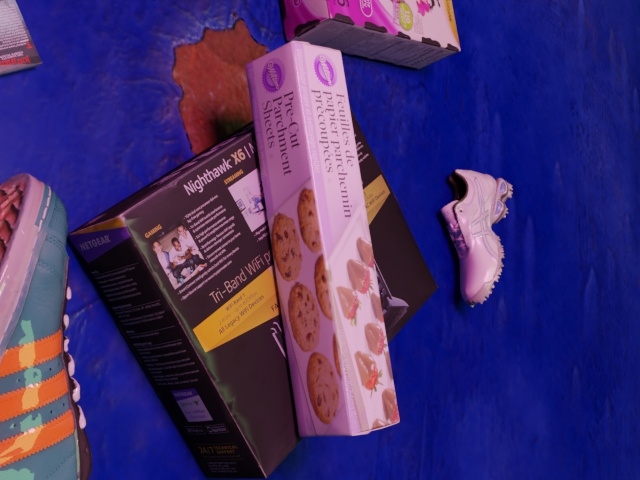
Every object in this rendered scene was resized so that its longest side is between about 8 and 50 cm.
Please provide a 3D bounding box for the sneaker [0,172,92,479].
[{"bbox_3d":[-0.210,0.109,0.574,0.121,0.108,0.302,31,62,-45],"label":"sneaker"}]

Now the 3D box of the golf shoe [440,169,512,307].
[{"bbox_3d":[0.177,-0.007,1.049,0.086,0.069,0.176,22,59,-19],"label":"golf shoe"}]

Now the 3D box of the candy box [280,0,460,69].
[{"bbox_3d":[0.055,-0.293,0.977,0.233,0.071,0.159,-2,80,-47],"label":"candy box"}]

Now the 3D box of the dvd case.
[{"bbox_3d":[-0.270,-0.179,0.647,0.087,0.013,0.119,-31,101,-46],"label":"dvd case"}]

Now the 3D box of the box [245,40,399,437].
[{"bbox_3d":[0.000,0.000,0.724,0.063,0.067,0.324,-2,82,-47],"label":"box"}]

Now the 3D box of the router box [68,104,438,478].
[{"bbox_3d":[-0.039,0.023,0.785,0.309,0.081,0.243,-39,108,-45],"label":"router box"}]
